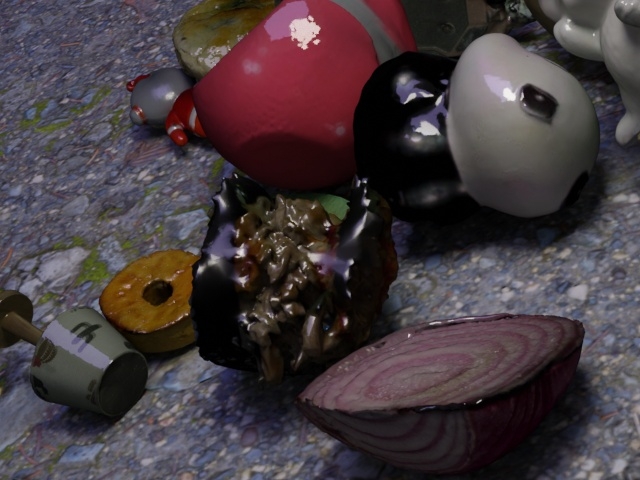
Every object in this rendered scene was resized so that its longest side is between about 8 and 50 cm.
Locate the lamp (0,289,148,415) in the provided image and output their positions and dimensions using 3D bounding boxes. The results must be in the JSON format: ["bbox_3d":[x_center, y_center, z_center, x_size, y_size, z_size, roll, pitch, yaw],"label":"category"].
[{"bbox_3d":[-0.303,0.126,1.798,0.214,0.121,0.121,26,58,34],"label":"lamp"}]

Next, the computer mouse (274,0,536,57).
[{"bbox_3d":[0.131,-0.333,2.058,0.389,0.199,0.115,-1,49,11],"label":"computer mouse"}]

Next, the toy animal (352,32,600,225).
[{"bbox_3d":[0.181,-0.125,1.742,0.266,0.212,0.212,-7,39,26],"label":"toy animal"}]

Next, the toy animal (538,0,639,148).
[{"bbox_3d":[0.346,-0.258,1.633,0.174,0.289,0.249,-29,6,-18],"label":"toy animal"}]

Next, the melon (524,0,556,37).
[{"bbox_3d":[0.386,-0.319,1.859,0.317,0.223,0.223,15,51,42],"label":"melon"}]

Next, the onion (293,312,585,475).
[{"bbox_3d":[0.138,0.155,1.506,0.250,0.111,0.247,-4,16,46],"label":"onion"}]

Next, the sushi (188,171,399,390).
[{"bbox_3d":[-0.020,0.044,1.665,0.218,0.225,0.238,-2,82,11],"label":"sushi"}]

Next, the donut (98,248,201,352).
[{"bbox_3d":[-0.187,0.076,1.845,0.152,0.058,0.152,-15,34,10],"label":"donut"}]

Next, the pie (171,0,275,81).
[{"bbox_3d":[-0.066,-0.316,2.240,0.337,0.075,0.337,-8,33,5],"label":"pie"}]

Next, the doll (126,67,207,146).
[{"bbox_3d":[-0.193,-0.193,2.199,0.245,0.076,0.142,18,51,41],"label":"doll"}]

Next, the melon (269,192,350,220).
[{"bbox_3d":[-0.001,-0.001,1.862,0.114,0.053,0.262,-50,33,-2],"label":"melon"}]

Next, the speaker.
[{"bbox_3d":[-0.012,-0.210,1.929,0.294,0.294,0.294,-17,35,13],"label":"speaker"}]
